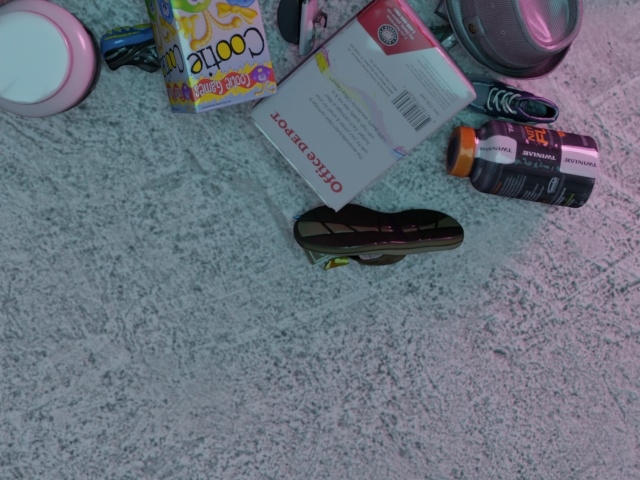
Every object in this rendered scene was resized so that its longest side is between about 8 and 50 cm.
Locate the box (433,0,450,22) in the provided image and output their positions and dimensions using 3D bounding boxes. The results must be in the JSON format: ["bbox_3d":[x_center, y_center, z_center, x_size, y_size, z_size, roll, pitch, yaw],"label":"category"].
[{"bbox_3d":[0.314,-0.409,1.834,0.186,0.038,0.145,30,94,-9],"label":"box"}]

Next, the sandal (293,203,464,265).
[{"bbox_3d":[0.102,0.004,1.832,0.303,0.120,0.086,3,130,-13],"label":"sandal"}]

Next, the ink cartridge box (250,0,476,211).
[{"bbox_3d":[0.070,-0.235,1.745,0.306,0.131,0.226,-38,101,17],"label":"ink cartridge box"}]

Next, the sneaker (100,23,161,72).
[{"bbox_3d":[-0.272,-0.322,1.765,0.188,0.067,0.078,-10,130,-13],"label":"sneaker"}]

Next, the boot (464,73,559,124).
[{"bbox_3d":[0.318,-0.246,1.833,0.190,0.086,0.069,11,97,-9],"label":"boot"}]

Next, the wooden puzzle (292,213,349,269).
[{"bbox_3d":[0.000,0.000,1.865,0.079,0.014,0.116,-23,100,-8],"label":"wooden puzzle"}]

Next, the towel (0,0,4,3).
[{"bbox_3d":[-0.584,-0.410,1.600,0.237,0.329,0.037,-37,140,-1],"label":"towel"}]

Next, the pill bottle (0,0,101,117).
[{"bbox_3d":[-0.433,-0.277,1.613,0.176,0.318,0.176,-1,99,-8],"label":"pill bottle"}]

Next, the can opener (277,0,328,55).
[{"bbox_3d":[-0.023,-0.423,1.694,0.093,0.074,0.280,20,134,11],"label":"can opener"}]

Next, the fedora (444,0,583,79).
[{"bbox_3d":[0.336,-0.403,1.734,0.244,0.124,0.275,-17,95,-20],"label":"fedora"}]

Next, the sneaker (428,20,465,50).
[{"bbox_3d":[0.182,-0.343,1.803,0.166,0.065,0.076,-38,89,15],"label":"sneaker"}]

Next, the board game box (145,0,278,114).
[{"bbox_3d":[-0.184,-0.349,1.664,0.142,0.144,0.275,-18,104,-21],"label":"board game box"}]

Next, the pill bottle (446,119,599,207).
[{"bbox_3d":[0.345,-0.136,1.830,0.246,0.130,0.130,9,97,-9],"label":"pill bottle"}]
